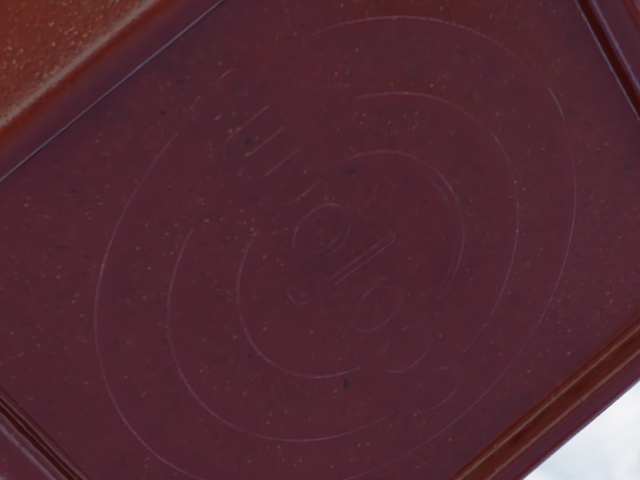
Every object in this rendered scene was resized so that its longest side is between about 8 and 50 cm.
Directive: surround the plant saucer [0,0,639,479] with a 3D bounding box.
[{"bbox_3d":[0.000,0.000,0.512,0.259,0.258,0.048,-39,-141,-4],"label":"plant saucer"}]
